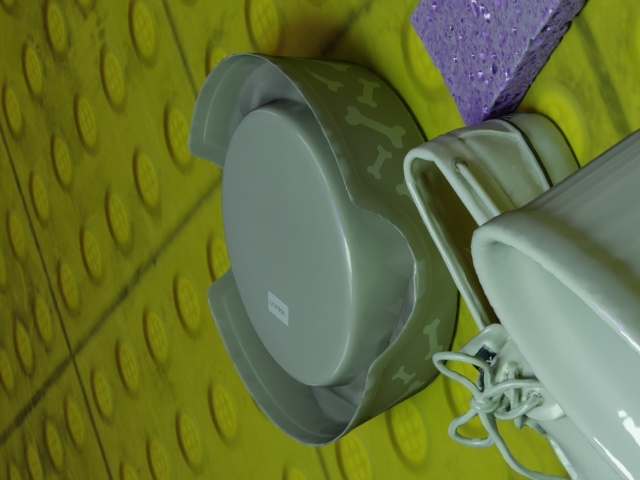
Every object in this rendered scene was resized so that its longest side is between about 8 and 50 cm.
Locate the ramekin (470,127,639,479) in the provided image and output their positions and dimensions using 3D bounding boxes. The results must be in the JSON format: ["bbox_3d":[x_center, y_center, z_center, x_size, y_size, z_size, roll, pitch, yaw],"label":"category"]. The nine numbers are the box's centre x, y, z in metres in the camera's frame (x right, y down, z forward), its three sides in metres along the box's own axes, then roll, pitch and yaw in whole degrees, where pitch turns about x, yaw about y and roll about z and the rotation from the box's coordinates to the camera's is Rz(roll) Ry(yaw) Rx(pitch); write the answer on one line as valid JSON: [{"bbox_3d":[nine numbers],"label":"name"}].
[{"bbox_3d":[0.224,0.062,1.051,0.277,0.135,0.277,50,173,9],"label":"ramekin"}]

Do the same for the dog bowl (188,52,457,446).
[{"bbox_3d":[0.000,0.000,1.624,0.349,0.102,0.349,39,136,53],"label":"dog bowl"}]

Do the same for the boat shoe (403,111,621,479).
[{"bbox_3d":[0.147,0.082,1.300,0.367,0.156,0.136,70,154,16],"label":"boat shoe"}]

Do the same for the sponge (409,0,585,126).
[{"bbox_3d":[0.133,-0.179,1.351,0.117,0.031,0.210,66,152,22],"label":"sponge"}]
